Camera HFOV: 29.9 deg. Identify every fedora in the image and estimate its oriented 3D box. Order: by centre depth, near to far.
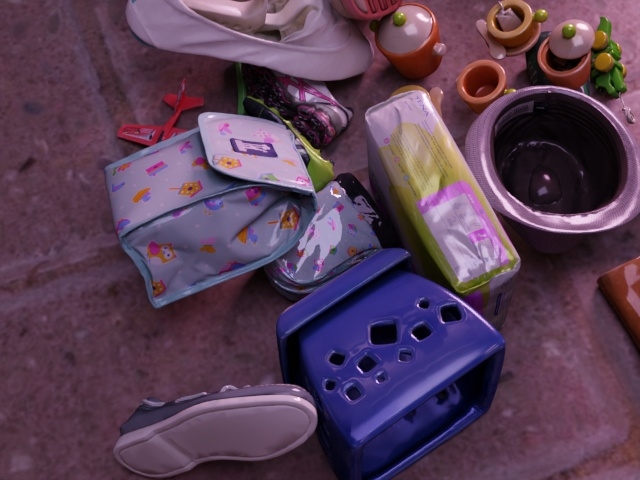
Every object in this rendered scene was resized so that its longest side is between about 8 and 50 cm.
[{"bbox_3d":[0.313,-0.080,1.636,0.243,0.124,0.275,-6,53,-7],"label":"fedora"}]

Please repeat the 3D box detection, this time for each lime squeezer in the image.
[{"bbox_3d":[-0.146,-0.138,1.765,0.110,0.059,0.310,8,61,39],"label":"lime squeezer"}]

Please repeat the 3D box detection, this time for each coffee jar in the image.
[{"bbox_3d":[0.357,-0.216,1.786,0.096,0.079,0.184,5,65,-5],"label":"coffee jar"}]

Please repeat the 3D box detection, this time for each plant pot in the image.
[{"bbox_3d":[0.075,0.159,1.532,0.236,0.236,0.212,-32,64,-14],"label":"plant pot"}]

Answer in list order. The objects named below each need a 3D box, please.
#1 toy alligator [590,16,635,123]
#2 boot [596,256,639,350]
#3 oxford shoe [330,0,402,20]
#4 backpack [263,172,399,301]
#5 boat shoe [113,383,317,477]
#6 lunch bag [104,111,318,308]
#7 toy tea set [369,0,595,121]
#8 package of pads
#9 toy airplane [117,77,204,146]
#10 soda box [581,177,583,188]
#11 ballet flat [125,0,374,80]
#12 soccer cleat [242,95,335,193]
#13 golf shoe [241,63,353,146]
[{"bbox_3d":[0.433,-0.252,1.823,0.051,0.056,0.190,-24,62,34],"label":"toy alligator"},{"bbox_3d":[0.553,0.130,1.649,0.264,0.096,0.280,-18,60,-1],"label":"boot"},{"bbox_3d":[0.053,-0.409,1.801,0.130,0.123,0.348,-11,27,23],"label":"oxford shoe"},{"bbox_3d":[0.000,0.000,1.662,0.182,0.115,0.152,-33,73,-12],"label":"backpack"},{"bbox_3d":[-0.130,0.215,1.494,0.319,0.116,0.099,-21,36,36],"label":"boat shoe"},{"bbox_3d":[-0.141,-0.059,1.598,0.262,0.160,0.223,-25,31,0],"label":"lunch bag"},{"bbox_3d":[0.224,-0.278,1.740,0.336,0.124,0.200,-14,62,15],"label":"toy tea set"},{"bbox_3d":[0.156,-0.030,1.612,0.101,0.229,0.297,-24,68,-6],"label":"package of pads"},{"bbox_3d":[-0.225,-0.172,1.778,0.151,0.028,0.151,-8,61,14],"label":"toy airplane"},{"bbox_3d":[0.386,-0.065,1.732,0.168,0.053,0.060,-12,66,-6],"label":"soda box"},{"bbox_3d":[-0.075,-0.316,1.712,0.400,0.139,0.139,4,63,-28],"label":"ballet flat"},{"bbox_3d":[-0.057,-0.137,1.745,0.179,0.060,0.072,44,87,7],"label":"soccer cleat"},{"bbox_3d":[-0.036,-0.219,1.792,0.186,0.067,0.086,41,53,9],"label":"golf shoe"}]
